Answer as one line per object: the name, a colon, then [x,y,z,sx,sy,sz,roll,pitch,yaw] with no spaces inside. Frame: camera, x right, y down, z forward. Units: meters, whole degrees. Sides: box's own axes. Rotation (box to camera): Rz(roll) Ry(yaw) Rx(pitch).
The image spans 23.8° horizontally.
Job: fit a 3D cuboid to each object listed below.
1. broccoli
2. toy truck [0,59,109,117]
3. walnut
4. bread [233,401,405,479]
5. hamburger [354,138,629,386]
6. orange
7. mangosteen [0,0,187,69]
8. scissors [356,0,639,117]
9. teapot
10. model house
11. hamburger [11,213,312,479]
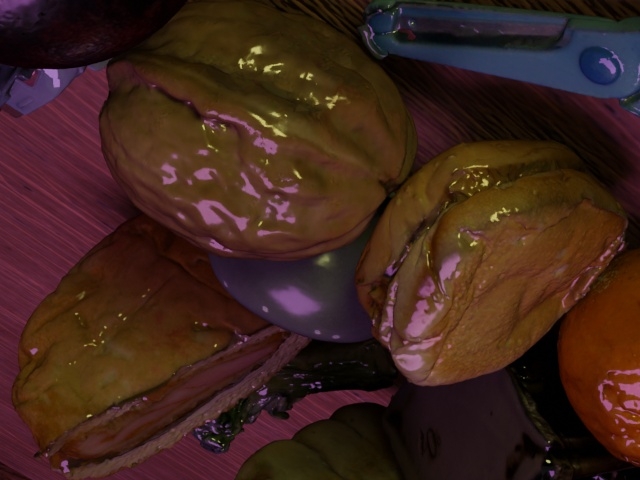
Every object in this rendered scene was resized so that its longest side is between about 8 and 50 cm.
broccoli: [-0.041,0.164,1.743,0.275,0.177,0.198,4,147,11]
toy truck: [-0.264,-0.154,1.197,0.133,0.184,0.338,33,155,-24]
walnut: [-0.052,-0.082,1.149,0.245,0.198,0.198,25,157,6]
bread: [0.069,0.328,1.647,0.300,0.341,0.210,28,119,22]
hamburger: [0.126,0.017,1.167,0.108,0.214,0.213,59,176,32]
orange: [0.285,0.091,1.239,0.193,0.161,0.193,1,126,2]
mangosteen: [-0.164,-0.219,0.961,0.228,0.228,0.265,19,-169,10]
scissors: [0.197,-0.114,1.011,0.393,0.032,0.180,14,131,30]
teapot: [0.000,0.000,1.319,0.294,0.129,0.193,27,-161,8]
model house: [0.255,0.192,1.492,0.283,0.297,0.317,5,139,-19]
hamburger: [-0.173,0.086,1.598,0.209,0.330,0.162,60,179,25]
